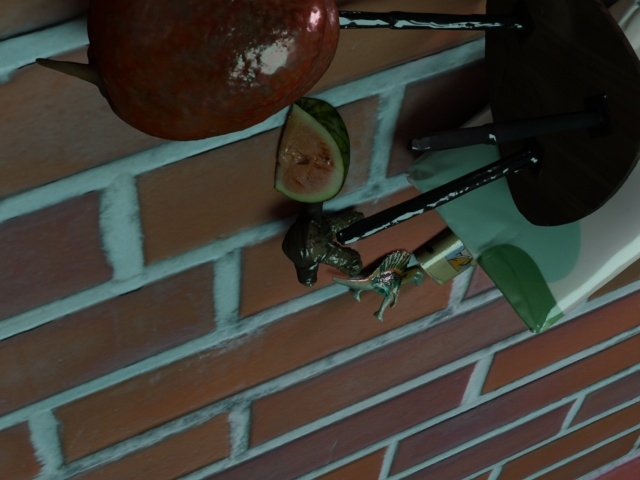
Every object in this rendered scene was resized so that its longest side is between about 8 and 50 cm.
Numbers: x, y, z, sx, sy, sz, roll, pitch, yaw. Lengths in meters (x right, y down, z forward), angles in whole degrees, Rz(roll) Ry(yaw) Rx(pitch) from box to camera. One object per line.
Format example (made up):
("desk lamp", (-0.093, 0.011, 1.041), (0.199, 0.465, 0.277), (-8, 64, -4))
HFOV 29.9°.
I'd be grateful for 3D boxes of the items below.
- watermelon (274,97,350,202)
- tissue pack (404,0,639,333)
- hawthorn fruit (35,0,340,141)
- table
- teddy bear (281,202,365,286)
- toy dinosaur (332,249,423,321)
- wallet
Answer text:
("watermelon", (0.003, -0.110, 1.431), (0.069, 0.087, 0.163), (-58, 171, -36))
("tissue pack", (0.322, -0.095, 1.496), (0.356, 0.266, 0.194), (-39, 178, 13))
("hawthorn fruit", (-0.119, -0.189, 1.051), (0.262, 0.210, 0.210), (-20, 154, 15))
("table", (0.140, -0.116, 1.258), (0.249, 0.317, 0.317), (-13, 147, -19))
("teddy bear", (-0.007, -0.001, 1.555), (0.160, 0.078, 0.119), (-1, 97, -62))
("toy dinosaur", (0.094, 0.054, 1.776), (0.106, 0.044, 0.187), (-47, 137, 1))
("wallet", (0.226, 0.005, 1.817), (0.155, 0.039, 0.110), (-35, 149, 9))
